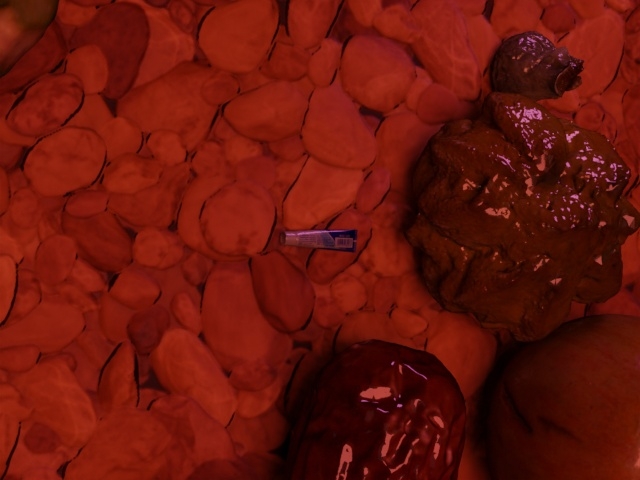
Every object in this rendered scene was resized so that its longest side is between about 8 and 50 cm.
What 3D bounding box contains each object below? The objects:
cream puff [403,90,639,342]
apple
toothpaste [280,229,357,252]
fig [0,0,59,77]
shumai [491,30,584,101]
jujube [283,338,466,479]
[{"bbox_3d":[0.206,-0.024,1.264,0.244,0.196,0.244,-18,132,-21],"label":"cream puff"},{"bbox_3d":[0.307,0.205,1.281,0.264,0.264,0.265,-2,97,-20],"label":"apple"},{"bbox_3d":[0.000,0.000,1.268,0.083,0.015,0.024,1,94,-26],"label":"toothpaste"},{"bbox_3d":[-0.301,-0.220,0.994,0.206,0.275,0.206,-2,96,-18],"label":"fig"},{"bbox_3d":[0.223,-0.172,1.294,0.082,0.080,0.083,38,84,-18],"label":"shumai"},{"bbox_3d":[0.048,0.221,1.229,0.174,0.174,0.251,12,96,-21],"label":"jujube"}]
